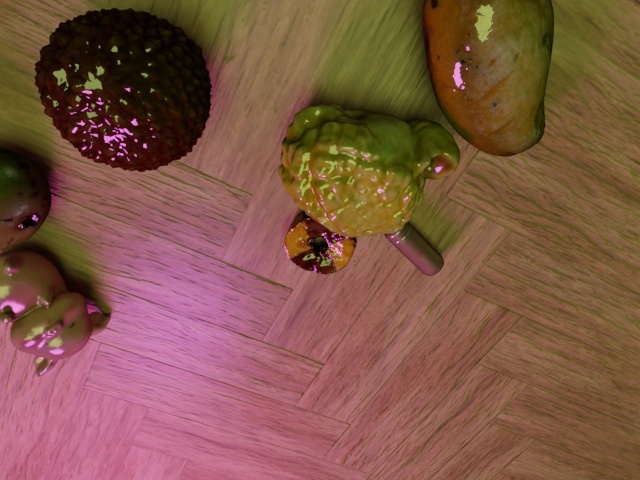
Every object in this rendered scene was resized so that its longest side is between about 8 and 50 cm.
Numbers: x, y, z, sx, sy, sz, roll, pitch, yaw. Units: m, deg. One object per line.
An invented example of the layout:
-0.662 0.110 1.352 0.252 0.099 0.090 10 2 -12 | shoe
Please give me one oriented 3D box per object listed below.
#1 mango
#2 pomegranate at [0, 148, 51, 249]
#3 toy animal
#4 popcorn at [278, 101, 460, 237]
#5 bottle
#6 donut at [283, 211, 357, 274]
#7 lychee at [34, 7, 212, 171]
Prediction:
0.255 -0.265 0.702 0.177 0.175 0.329 1 143 23 | mango
-0.579 -0.072 0.787 0.211 0.179 0.179 8 122 17 | pomegranate
-0.561 0.134 0.909 0.166 0.154 0.250 -32 114 -9 | toy animal
0.070 -0.106 0.778 0.286 0.173 0.225 5 129 -14 | popcorn
0.187 0.013 0.917 0.053 0.053 0.140 -40 115 20 | bottle
0.000 0.000 0.901 0.141 0.059 0.140 -1 121 -2 | donut
-0.275 -0.217 0.661 0.236 0.271 0.235 0 93 -1 | lychee
